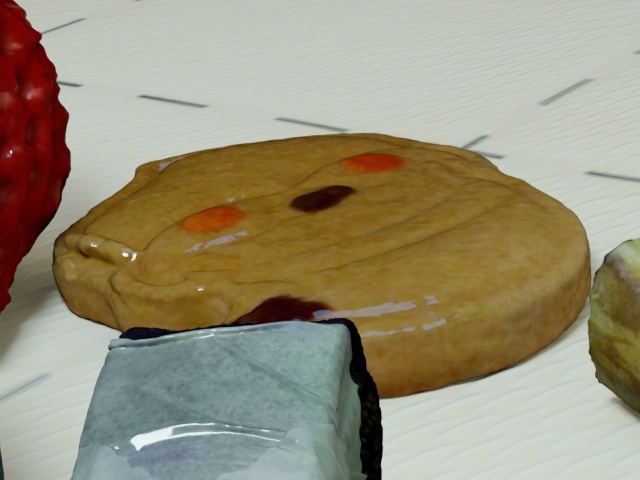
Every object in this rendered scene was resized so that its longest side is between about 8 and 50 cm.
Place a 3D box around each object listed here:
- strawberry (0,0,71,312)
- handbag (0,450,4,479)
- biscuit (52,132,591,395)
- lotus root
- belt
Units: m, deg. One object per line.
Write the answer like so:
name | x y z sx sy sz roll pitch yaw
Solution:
strawberry | -0.326 -0.058 1.278 0.295 0.317 0.345 3 39 -14
handbag | -0.304 0.090 0.928 0.263 0.241 0.222 -18 24 -22
biscuit | 0.000 -0.001 1.317 0.350 0.078 0.455 -16 23 -33
lotus root | 0.226 0.071 1.047 0.159 0.095 0.135 28 8 -33
belt | -0.030 0.148 0.789 0.164 0.184 0.289 2 28 7
